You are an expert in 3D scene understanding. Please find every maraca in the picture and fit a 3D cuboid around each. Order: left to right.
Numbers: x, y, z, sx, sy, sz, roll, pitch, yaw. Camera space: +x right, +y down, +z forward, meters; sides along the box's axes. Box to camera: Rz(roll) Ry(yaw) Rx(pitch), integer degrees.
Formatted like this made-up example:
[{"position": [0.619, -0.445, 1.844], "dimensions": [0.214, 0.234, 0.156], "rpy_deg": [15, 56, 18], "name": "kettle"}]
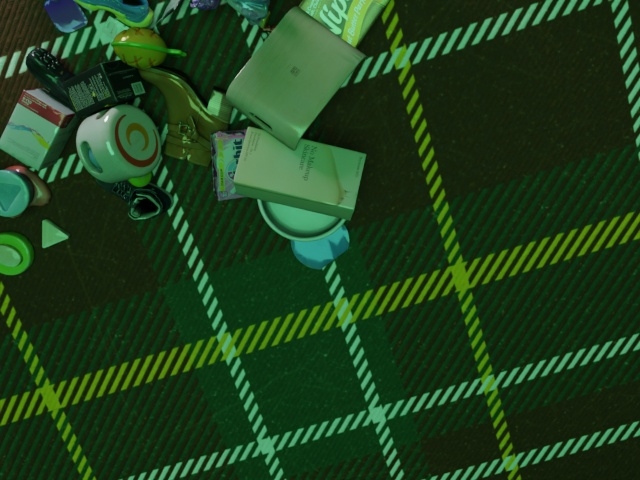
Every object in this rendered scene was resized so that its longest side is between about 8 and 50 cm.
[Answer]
[{"position": [-0.436, -0.485, 1.636], "dimensions": [0.185, 0.127, 0.099], "rpy_deg": [0, 103, -33], "name": "maraca"}]

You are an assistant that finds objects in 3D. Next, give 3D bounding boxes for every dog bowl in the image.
[{"position": [-0.039, -0.133, 1.781], "dimensions": [0.264, 0.104, 0.265], "rpy_deg": [0, 97, 2], "name": "dog bowl"}]

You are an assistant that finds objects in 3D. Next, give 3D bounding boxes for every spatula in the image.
[{"position": [-0.718, -0.689, 1.676], "dimensions": [0.084, 0.030, 0.296], "rpy_deg": [-26, 104, 1], "name": "spatula"}]

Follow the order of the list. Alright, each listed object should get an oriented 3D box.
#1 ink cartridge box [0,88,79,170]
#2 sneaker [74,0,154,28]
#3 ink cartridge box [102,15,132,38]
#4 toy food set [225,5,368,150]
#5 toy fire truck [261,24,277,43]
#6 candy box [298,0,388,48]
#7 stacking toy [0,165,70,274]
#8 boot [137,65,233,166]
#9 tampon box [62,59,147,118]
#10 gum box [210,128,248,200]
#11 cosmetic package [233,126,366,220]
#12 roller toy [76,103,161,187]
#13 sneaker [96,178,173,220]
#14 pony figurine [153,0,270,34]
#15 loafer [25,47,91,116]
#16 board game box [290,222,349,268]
[{"position": [-0.755, -0.300, 1.737], "dimensions": [0.127, 0.128, 0.176], "rpy_deg": [31, 103, -8], "name": "ink cartridge box"}, {"position": [-0.537, -0.633, 1.638], "dimensions": [0.240, 0.126, 0.091], "rpy_deg": [20, 76, -13], "name": "sneaker"}, {"position": [-0.532, -0.555, 1.717], "dimensions": [0.083, 0.028, 0.048], "rpy_deg": [31, 103, -9], "name": "ink cartridge box"}, {"position": [-0.058, -0.404, 1.604], "dimensions": [0.219, 0.092, 0.306], "rpy_deg": [37, 88, 5], "name": "toy food set"}, {"position": [-0.091, -0.477, 1.731], "dimensions": [0.135, 0.047, 0.192], "rpy_deg": [1, 105, -1], "name": "toy fire truck"}, {"position": [0.075, -0.633, 1.665], "dimensions": [0.183, 0.087, 0.316], "rpy_deg": [35, 104, -8], "name": "candy box"}, {"position": [-0.898, -0.040, 1.810], "dimensions": [0.309, 0.130, 0.279], "rpy_deg": [-32, 103, 9], "name": "stacking toy"}, {"position": [-0.389, -0.341, 1.752], "dimensions": [0.283, 0.109, 0.220], "rpy_deg": [20, 109, -13], "name": "boot"}, {"position": [-0.563, -0.398, 1.683], "dimensions": [0.161, 0.120, 0.101], "rpy_deg": [-12, 106, 32], "name": "tampon box"}, {"position": [-0.238, -0.211, 1.760], "dimensions": [0.107, 0.062, 0.188], "rpy_deg": [-9, 121, -19], "name": "gum box"}, {"position": [-0.052, -0.169, 1.647], "dimensions": [0.309, 0.113, 0.160], "rpy_deg": [12, 77, 0], "name": "cosmetic package"}, {"position": [-0.532, -0.254, 1.694], "dimensions": [0.146, 0.191, 0.209], "rpy_deg": [-9, 68, 32], "name": "roller toy"}, {"position": [-0.528, -0.131, 1.770], "dimensions": [0.226, 0.163, 0.086], "rpy_deg": [22, 106, -5], "name": "sneaker"}, {"position": [-0.271, -0.678, 1.586], "dimensions": [0.363, 0.303, 0.351], "rpy_deg": [25, 72, -4], "name": "pony figurine"}, {"position": [-0.697, -0.419, 1.740], "dimensions": [0.223, 0.076, 0.078], "rpy_deg": [45, 137, -18], "name": "loafer"}, {"position": [0.000, 0.000, 1.871], "dimensions": [0.168, 0.033, 0.133], "rpy_deg": [-37, 98, 6], "name": "board game box"}]
